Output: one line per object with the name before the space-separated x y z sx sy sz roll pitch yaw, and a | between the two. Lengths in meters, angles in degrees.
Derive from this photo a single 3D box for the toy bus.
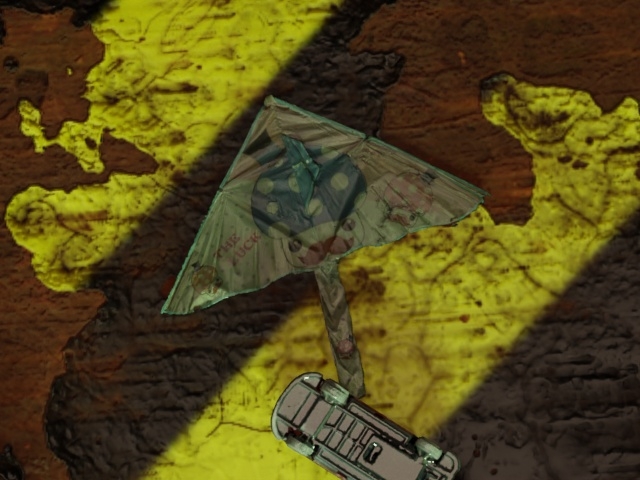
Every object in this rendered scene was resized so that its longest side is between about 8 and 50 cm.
toy bus | 0.040 0.191 1.768 0.174 0.077 0.079 31 83 14

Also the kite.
kite | 0.000 0.000 1.855 0.335 0.011 0.314 -19 75 4
